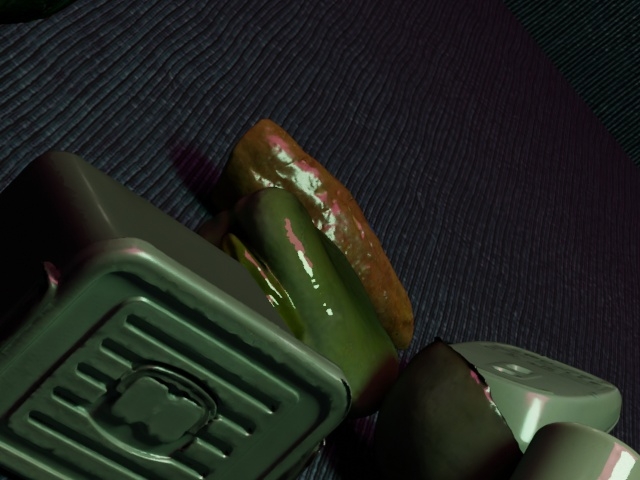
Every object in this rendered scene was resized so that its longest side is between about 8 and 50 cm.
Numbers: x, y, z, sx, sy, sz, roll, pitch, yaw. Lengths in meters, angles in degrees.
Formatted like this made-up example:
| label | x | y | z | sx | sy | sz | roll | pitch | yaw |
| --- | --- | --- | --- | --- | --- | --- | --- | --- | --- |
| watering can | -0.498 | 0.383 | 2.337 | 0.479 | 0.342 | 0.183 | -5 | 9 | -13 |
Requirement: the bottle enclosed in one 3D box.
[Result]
| label | x | y | z | sx | sy | sz | roll | pitch | yaw |
| --- | --- | --- | --- | --- | --- | --- | --- | --- | --- |
| bottle | 0.148 | 0.253 | 1.399 | 0.104 | 0.104 | 0.245 | 45 | 59 | -21 |

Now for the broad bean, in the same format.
| label | x | y | z | sx | sy | sz | roll | pitch | yaw |
| --- | --- | --- | --- | --- | --- | --- | --- | --- | --- |
| broad bean | -0.011 | 0.053 | 1.538 | 0.228 | 0.100 | 0.169 | 31 | 34 | -52 |

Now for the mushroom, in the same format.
| label | x | y | z | sx | sy | sz | roll | pitch | yaw |
| --- | --- | --- | --- | --- | --- | --- | --- | --- | --- |
| mushroom | 0.098 | 0.170 | 1.530 | 0.141 | 0.117 | 0.188 | 29 | -32 | 48 |

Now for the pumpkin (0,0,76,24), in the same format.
| label | x | y | z | sx | sy | sz | roll | pitch | yaw |
| --- | --- | --- | --- | --- | --- | --- | --- | --- | --- |
| pumpkin | -0.240 | -0.274 | 1.333 | 0.293 | 0.263 | 0.197 | 40 | 28 | -33 |

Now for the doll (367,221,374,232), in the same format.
| label | x | y | z | sx | sy | sz | roll | pitch | yaw |
| --- | --- | --- | --- | --- | --- | --- | --- | --- | --- |
| doll | 0.007 | -0.014 | 1.774 | 0.099 | 0.057 | 0.143 | 41 | 1 | 42 |

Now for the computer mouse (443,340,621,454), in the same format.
| label | x | y | z | sx | sy | sz | roll | pitch | yaw |
| --- | --- | --- | --- | --- | --- | --- | --- | --- | --- |
| computer mouse | 0.171 | 0.157 | 1.757 | 0.159 | 0.097 | 0.288 | 19 | 5 | 20 |

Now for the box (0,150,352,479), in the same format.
| label | x | y | z | sx | sy | sz | roll | pitch | yaw |
| --- | --- | --- | --- | --- | --- | --- | --- | --- | --- |
| box | -0.117 | 0.062 | 1.175 | 0.243 | 0.163 | 0.135 | 34 | 16 | -41 |

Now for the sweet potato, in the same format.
| label | x | y | z | sx | sy | sz | roll | pitch | yaw |
| --- | --- | --- | --- | --- | --- | --- | --- | --- | --- |
| sweet potato | 0.000 | 0.000 | 1.674 | 0.251 | 0.097 | 0.097 | 48 | 18 | -25 |
